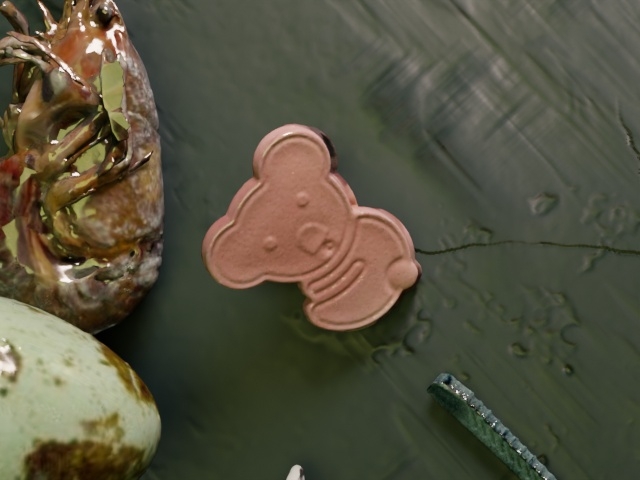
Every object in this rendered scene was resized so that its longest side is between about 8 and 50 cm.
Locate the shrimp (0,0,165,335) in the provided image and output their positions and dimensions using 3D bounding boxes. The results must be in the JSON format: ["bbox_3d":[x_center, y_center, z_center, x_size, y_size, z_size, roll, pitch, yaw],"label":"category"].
[{"bbox_3d":[-0.185,-0.101,0.898,0.145,0.116,0.343,-1,92,2],"label":"shrimp"}]

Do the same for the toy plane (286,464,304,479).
[{"bbox_3d":[-0.143,0.216,0.910,0.273,0.107,0.182,-21,41,-11],"label":"toy plane"}]

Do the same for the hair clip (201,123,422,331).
[{"bbox_3d":[-0.001,0.001,0.876,0.138,0.102,0.123,39,97,7],"label":"hair clip"}]

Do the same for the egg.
[{"bbox_3d":[-0.220,0.118,0.830,0.231,0.169,0.169,4,89,-11],"label":"egg"}]

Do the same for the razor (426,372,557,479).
[{"bbox_3d":[0.149,0.163,0.886,0.190,0.033,0.066,41,49,10],"label":"razor"}]
